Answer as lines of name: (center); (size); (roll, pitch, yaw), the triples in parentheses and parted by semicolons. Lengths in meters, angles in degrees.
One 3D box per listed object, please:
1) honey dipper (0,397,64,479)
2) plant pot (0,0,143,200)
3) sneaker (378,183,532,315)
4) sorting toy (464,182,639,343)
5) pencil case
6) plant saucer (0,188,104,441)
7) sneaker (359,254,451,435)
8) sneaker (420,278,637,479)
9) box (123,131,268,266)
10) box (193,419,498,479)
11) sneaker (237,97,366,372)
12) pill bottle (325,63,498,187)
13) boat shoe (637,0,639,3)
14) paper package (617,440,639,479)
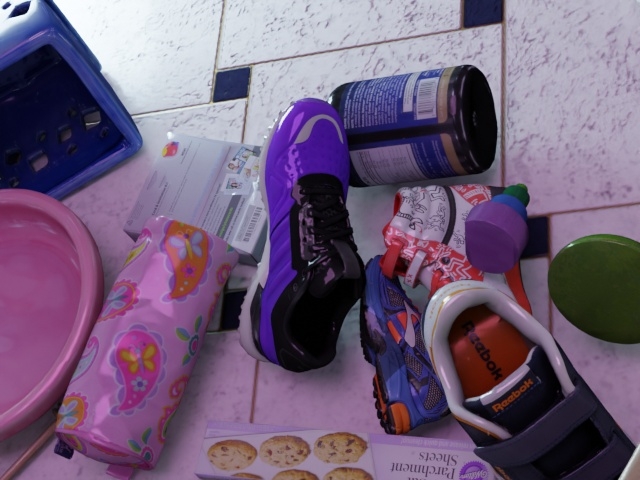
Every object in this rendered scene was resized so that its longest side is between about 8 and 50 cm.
honey dipper: (-0.325, 0.237, 1.541); (0.160, 0.030, 0.030); (-48, 54, -5)
plant pot: (-0.393, -0.193, 1.710); (0.236, 0.236, 0.212); (-30, 47, 5)
sneaker: (0.134, 0.054, 1.387); (0.145, 0.090, 0.270); (3, 53, -5)
sorting toy: (0.323, 0.025, 1.321); (0.365, 0.127, 0.126); (22, 46, 14)
pencil case: (-0.190, 0.116, 1.491); (0.124, 0.124, 0.284); (9, 67, 27)
plant saucer: (-0.394, 0.101, 1.610); (0.332, 0.084, 0.332); (-11, 60, 20)
sneaker: (0.090, 0.107, 1.419); (0.087, 0.083, 0.221); (-5, 52, -8)
sneaker: (0.200, 0.173, 1.222); (0.126, 0.127, 0.321); (-40, 82, 1)
box: (-0.128, -0.052, 1.624); (0.186, 0.038, 0.145); (10, 65, 27)
box: (0.030, 0.231, 1.368); (0.324, 0.063, 0.067); (2, 63, 24)
sneaker: (0.001, 0.000, 1.418); (0.146, 0.102, 0.293); (19, 104, 59)
pill bottle: (0.078, -0.124, 1.523); (0.219, 0.123, 0.123); (-5, 59, 26)
boat shoe: (0.441, -0.322, 1.536); (0.184, 0.066, 0.063); (-36, 52, -13)
paper package: (0.332, 0.272, 1.060); (0.168, 0.309, 0.325); (22, 71, 35)
